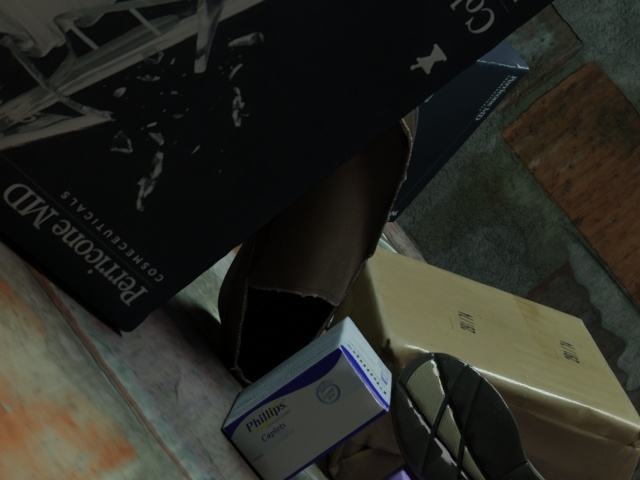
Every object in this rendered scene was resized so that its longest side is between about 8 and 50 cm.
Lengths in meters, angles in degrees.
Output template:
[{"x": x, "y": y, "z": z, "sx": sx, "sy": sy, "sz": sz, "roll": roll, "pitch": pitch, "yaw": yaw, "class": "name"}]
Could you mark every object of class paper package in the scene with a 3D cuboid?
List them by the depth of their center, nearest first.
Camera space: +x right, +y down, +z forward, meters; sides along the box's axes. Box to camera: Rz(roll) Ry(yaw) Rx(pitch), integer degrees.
[{"x": 0.162, "y": 0.167, "z": 1.570, "sx": 0.309, "sy": 0.168, "sz": 0.325, "roll": 20, "pitch": 15, "yaw": -10, "class": "paper package"}]

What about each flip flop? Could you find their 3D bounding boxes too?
[{"x": 0.158, "y": 0.225, "z": 1.348, "sx": 0.277, "sy": 0.112, "sz": 0.080, "roll": 48, "pitch": -17, "yaw": -13, "class": "flip flop"}]

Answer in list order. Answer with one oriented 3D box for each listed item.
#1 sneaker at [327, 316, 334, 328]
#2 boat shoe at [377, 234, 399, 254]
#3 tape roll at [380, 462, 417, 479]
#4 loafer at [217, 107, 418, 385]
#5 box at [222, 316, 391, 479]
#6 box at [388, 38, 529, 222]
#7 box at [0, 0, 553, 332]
[{"x": 0.125, "y": 0.171, "z": 1.879, "sx": 0.319, "sy": 0.131, "sz": 0.112, "roll": 57, "pitch": 9, "yaw": 26, "class": "sneaker"}, {"x": 0.067, "y": 0.031, "z": 2.247, "sx": 0.305, "sy": 0.109, "sz": 0.091, "roll": 51, "pitch": 12, "yaw": 15, "class": "boat shoe"}, {"x": 0.124, "y": 0.338, "z": 1.305, "sx": 0.275, "sy": 0.090, "sz": 0.275, "roll": 51, "pitch": 9, "yaw": -11, "class": "tape roll"}, {"x": 0.000, "y": 0.000, "z": 1.316, "sx": 0.133, "sy": 0.366, "sz": 0.130, "roll": 11, "pitch": 39, "yaw": -11, "class": "loafer"}, {"x": -0.008, "y": 0.141, "z": 1.274, "sx": 0.072, "sy": 0.126, "sz": 0.137, "roll": 54, "pitch": 8, "yaw": -4, "class": "box"}, {"x": 0.068, "y": -0.200, "z": 2.093, "sx": 0.312, "sy": 0.343, "sz": 0.179, "roll": 1, "pitch": 47, "yaw": -51, "class": "box"}, {"x": -0.138, "y": -0.270, "z": 1.071, "sx": 0.480, "sy": 0.471, "sz": 0.297, "roll": 46, "pitch": 11, "yaw": -41, "class": "box"}]
